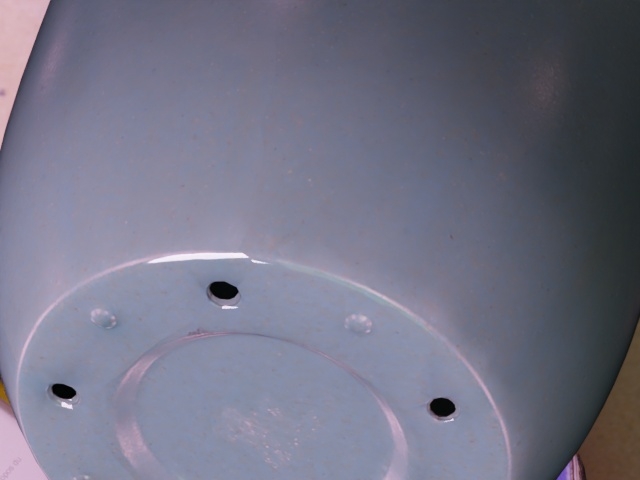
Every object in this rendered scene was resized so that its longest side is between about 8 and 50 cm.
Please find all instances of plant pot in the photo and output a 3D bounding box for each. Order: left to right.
[{"bbox_3d":[0.000,0.000,0.662,0.293,0.235,0.293,6,130,8],"label":"plant pot"}]

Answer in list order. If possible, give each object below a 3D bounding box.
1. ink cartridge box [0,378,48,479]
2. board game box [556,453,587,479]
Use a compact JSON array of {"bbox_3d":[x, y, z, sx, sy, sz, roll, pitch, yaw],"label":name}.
[{"bbox_3d":[-0.294,0.167,0.842,0.303,0.072,0.307,-47,113,0],"label":"ink cartridge box"},{"bbox_3d":[0.011,0.234,0.803,0.291,0.141,0.232,-9,142,18],"label":"board game box"}]
